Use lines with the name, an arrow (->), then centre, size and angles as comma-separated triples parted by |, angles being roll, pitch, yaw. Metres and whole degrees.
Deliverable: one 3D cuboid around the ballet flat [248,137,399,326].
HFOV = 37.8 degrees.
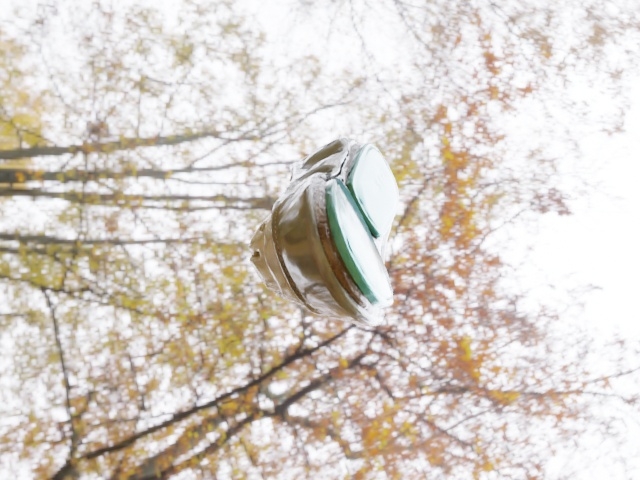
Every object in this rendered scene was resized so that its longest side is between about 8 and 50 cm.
ballet flat -> 0.000, 0.000, 0.461 | 0.068, 0.213, 0.072 | -25, -78, 13
